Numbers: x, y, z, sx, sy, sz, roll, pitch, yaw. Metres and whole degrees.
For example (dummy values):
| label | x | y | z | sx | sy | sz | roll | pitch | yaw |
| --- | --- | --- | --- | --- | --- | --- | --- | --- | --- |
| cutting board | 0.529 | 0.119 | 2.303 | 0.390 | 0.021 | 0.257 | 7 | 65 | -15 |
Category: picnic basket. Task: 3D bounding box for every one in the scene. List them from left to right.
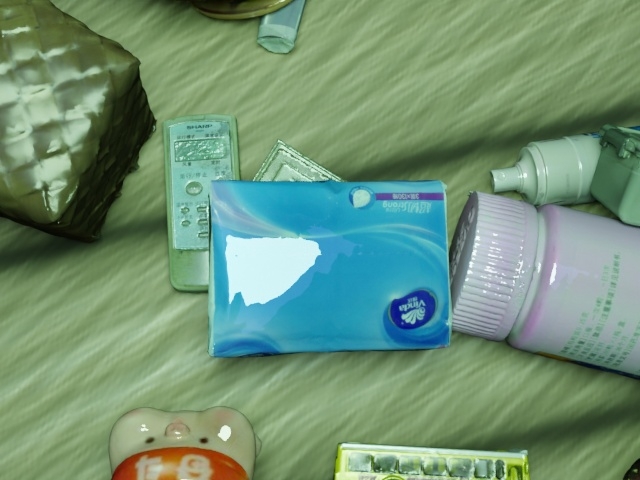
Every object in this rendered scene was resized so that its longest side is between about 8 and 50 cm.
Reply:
| label | x | y | z | sx | sy | sz | roll | pitch | yaw |
| --- | --- | --- | --- | --- | --- | --- | --- | --- | --- |
| picnic basket | -0.367 | -0.154 | 0.797 | 0.321 | 0.291 | 0.254 | 27 | 80 | -5 |

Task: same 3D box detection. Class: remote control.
| label | x | y | z | sx | sy | sz | roll | pitch | yaw |
| --- | --- | --- | --- | --- | --- | --- | --- | --- | --- |
| remote control | -0.149 | -0.049 | 0.908 | 0.098 | 0.038 | 0.233 | -4 | 78 | -3 |

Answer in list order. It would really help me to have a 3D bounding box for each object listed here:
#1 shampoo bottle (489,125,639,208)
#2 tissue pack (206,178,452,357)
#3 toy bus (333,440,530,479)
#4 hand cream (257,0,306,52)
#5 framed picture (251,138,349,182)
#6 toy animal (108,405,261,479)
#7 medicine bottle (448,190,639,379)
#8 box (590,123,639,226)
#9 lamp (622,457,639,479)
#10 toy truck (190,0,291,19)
| label | x | y | z | sx | sy | sz | roll | pitch | yaw |
| --- | --- | --- | --- | --- | --- | --- | --- | --- | --- |
| shampoo bottle | 0.366 | -0.096 | 0.897 | 0.304 | 0.092 | 0.092 | -7 | 79 | -1 |
| tissue pack | 0.003 | 0.030 | 0.810 | 0.264 | 0.146 | 0.198 | 0 | 84 | -10 |
| toy bus | 0.128 | 0.278 | 0.830 | 0.226 | 0.081 | 0.074 | 2 | 74 | 3 |
| hand cream | -0.035 | -0.381 | 0.968 | 0.080 | 0.048 | 0.255 | 7 | 78 | 14 |
| framed picture | 0.000 | 0.000 | 0.894 | 0.231 | 0.010 | 0.173 | 30 | 79 | -5 |
| toy animal | -0.148 | 0.254 | 0.767 | 0.172 | 0.197 | 0.171 | 0 | 83 | -4 |
| medicine bottle | 0.299 | 0.055 | 0.823 | 0.291 | 0.178 | 0.178 | 13 | 79 | 2 |
| box | 0.399 | -0.063 | 0.803 | 0.172 | 0.124 | 0.092 | 12 | 111 | -5 |
| lamp | 0.443 | 0.303 | 0.748 | 0.247 | 0.247 | 0.246 | 0 | 79 | -1 |
| toy truck | -0.126 | -0.409 | 0.871 | 0.204 | 0.211 | 0.287 | 2 | 70 | 21 |
